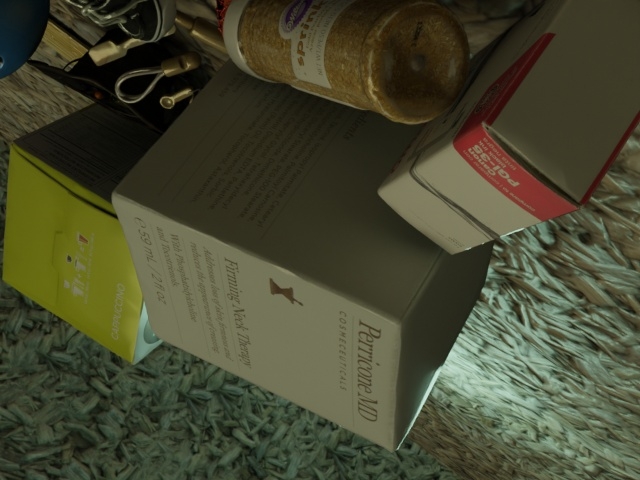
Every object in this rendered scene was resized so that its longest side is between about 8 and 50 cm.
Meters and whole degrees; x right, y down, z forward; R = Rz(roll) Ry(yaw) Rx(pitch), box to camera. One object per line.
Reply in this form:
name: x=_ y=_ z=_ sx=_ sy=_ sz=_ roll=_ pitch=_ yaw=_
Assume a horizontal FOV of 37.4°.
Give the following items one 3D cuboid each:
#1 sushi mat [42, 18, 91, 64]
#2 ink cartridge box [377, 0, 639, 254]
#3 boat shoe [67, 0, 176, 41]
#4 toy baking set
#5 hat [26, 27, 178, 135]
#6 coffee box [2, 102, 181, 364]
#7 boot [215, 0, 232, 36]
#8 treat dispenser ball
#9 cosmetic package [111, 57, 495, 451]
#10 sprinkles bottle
sushi mat: x=-0.544 y=-0.417 z=1.872 sx=0.316 sy=0.019 sz=0.151 roll=36 pitch=163 yaw=-8
ink cartridge box: x=0.191 y=-0.113 z=0.922 sx=0.117 sy=0.207 sz=0.283 roll=38 pitch=164 yaw=-7
boat shoe: x=-0.250 y=-0.309 z=1.107 sx=0.113 sy=0.105 sz=0.306 roll=32 pitch=164 yaw=8
toy baking set: x=-0.205 y=-0.250 z=1.407 sx=0.256 sy=0.030 sz=0.197 roll=29 pitch=127 yaw=-22
hat: x=-0.324 y=-0.279 z=1.604 sx=0.331 sy=0.134 sz=0.331 roll=28 pitch=179 yaw=0
coffee box: x=-0.365 y=-0.037 z=1.820 sx=0.338 sy=0.334 sz=0.337 roll=30 pitch=129 yaw=16
boot: x=-0.113 y=-0.306 z=1.207 sx=0.158 sy=0.084 sz=0.059 roll=43 pitch=164 yaw=-22
treat dispenser ball: x=-0.587 y=-0.394 z=1.533 sx=0.288 sy=0.288 sz=0.288 roll=32 pitch=164 yaw=10
cosmetic package: x=0.000 y=0.000 z=1.255 sx=0.394 sy=0.327 sz=0.329 roll=23 pitch=146 yaw=19
sprinkles bottle: x=0.014 y=-0.215 z=1.035 sx=0.121 sy=0.121 sz=0.355 roll=45 pitch=172 yaw=-32
